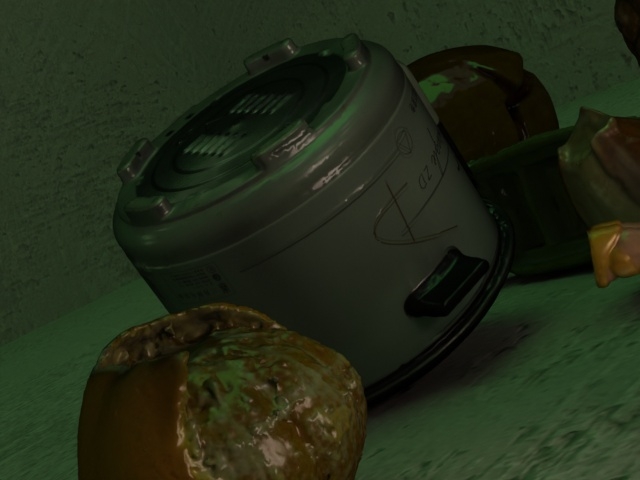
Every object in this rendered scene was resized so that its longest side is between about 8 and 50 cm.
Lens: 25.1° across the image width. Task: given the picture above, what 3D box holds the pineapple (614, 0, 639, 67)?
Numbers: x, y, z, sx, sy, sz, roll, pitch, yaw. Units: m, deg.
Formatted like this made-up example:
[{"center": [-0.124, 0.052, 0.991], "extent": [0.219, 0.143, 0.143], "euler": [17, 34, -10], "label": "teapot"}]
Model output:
[{"center": [0.325, -0.126, 0.766], "extent": [0.165, 0.165, 0.364], "euler": [-25, 24, -26], "label": "pineapple"}]

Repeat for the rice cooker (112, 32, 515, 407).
[{"center": [0.000, 0.000, 0.996], "extent": [0.241, 0.227, 0.280], "euler": [-46, 26, -25], "label": "rice cooker"}]

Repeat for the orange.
[{"center": [-0.051, 0.097, 0.718], "extent": [0.156, 0.134, 0.156], "euler": [-35, 11, 8], "label": "orange"}]

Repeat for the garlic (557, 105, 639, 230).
[{"center": [0.253, -0.035, 0.951], "extent": [0.207, 0.128, 0.115], "euler": [-19, -43, -38], "label": "garlic"}]

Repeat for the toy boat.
[{"center": [0.190, -0.032, 1.151], "extent": [0.084, 0.111, 0.276], "euler": [-19, -1, -32], "label": "toy boat"}]

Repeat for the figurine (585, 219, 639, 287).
[{"center": [0.241, -0.009, 0.628], "extent": [0.240, 0.115, 0.175], "euler": [-22, 4, 13], "label": "figurine"}]

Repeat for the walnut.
[{"center": [0.108, -0.071, 1.522], "extent": [0.336, 0.209, 0.209], "euler": [-37, 8, -13], "label": "walnut"}]
